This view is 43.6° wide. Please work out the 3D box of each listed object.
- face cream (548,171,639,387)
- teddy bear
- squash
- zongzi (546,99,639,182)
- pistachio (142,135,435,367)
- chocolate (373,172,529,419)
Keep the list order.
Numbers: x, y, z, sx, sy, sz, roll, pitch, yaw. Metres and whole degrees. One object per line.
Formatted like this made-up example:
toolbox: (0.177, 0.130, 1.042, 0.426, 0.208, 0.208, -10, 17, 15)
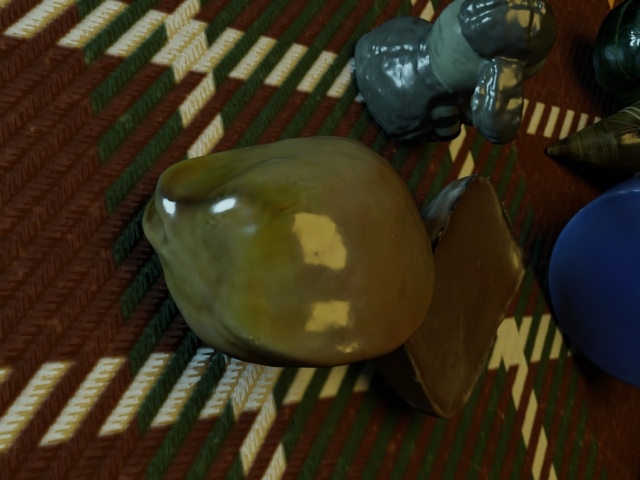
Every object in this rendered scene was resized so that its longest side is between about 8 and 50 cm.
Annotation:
face cream: (0.437, 0.031, 0.977, 0.225, 0.249, 0.249, -24, 89, -50)
teddy bear: (0.156, -0.172, 0.824, 0.144, 0.251, 0.171, 7, 82, -40)
squash: (0.525, -0.283, 1.228, 0.218, 0.172, 0.218, 37, 6, -4)
zongzi: (0.455, -0.085, 1.167, 0.111, 0.241, 0.247, -114, -179, -57)
pistachio: (0.000, 0.000, 0.628, 0.213, 0.163, 0.260, 44, 40, 15)
chocolate: (0.113, 0.048, 0.780, 0.261, 0.083, 0.161, -49, 125, -43)
